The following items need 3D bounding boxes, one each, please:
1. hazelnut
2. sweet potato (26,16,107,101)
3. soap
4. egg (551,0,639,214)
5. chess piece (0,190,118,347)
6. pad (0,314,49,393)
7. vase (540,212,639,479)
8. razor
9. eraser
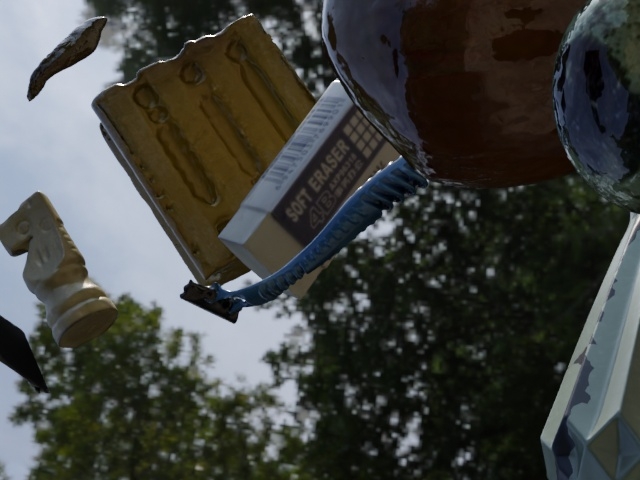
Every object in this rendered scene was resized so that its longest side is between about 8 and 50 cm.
[{"bbox_3d":[0.102,-0.126,0.593,0.186,0.210,0.210,-20,-69,-32],"label":"hazelnut"},{"bbox_3d":[-0.317,-0.235,1.306,0.153,0.038,0.041,-52,-16,-25],"label":"sweet potato"},{"bbox_3d":[-0.132,-0.128,1.548,0.293,0.335,0.156,-34,-9,-12],"label":"soap"},{"bbox_3d":[0.138,-0.058,0.425,0.110,0.085,0.085,48,-128,-43],"label":"egg"},{"bbox_3d":[-0.348,0.035,1.355,0.200,0.090,0.090,57,-155,17],"label":"chess piece"},{"bbox_3d":[-0.406,0.065,1.112,0.009,0.159,0.265,-47,-57,-1],"label":"pad"},{"bbox_3d":[0.306,0.085,0.948,0.165,0.165,0.360,58,-138,-43],"label":"vase"},{"bbox_3d":[0.000,0.000,0.903,0.082,0.253,0.042,36,-157,-53],"label":"razor"},{"bbox_3d":[-0.001,-0.072,1.348,0.124,0.081,0.279,46,-107,-33],"label":"eraser"}]
